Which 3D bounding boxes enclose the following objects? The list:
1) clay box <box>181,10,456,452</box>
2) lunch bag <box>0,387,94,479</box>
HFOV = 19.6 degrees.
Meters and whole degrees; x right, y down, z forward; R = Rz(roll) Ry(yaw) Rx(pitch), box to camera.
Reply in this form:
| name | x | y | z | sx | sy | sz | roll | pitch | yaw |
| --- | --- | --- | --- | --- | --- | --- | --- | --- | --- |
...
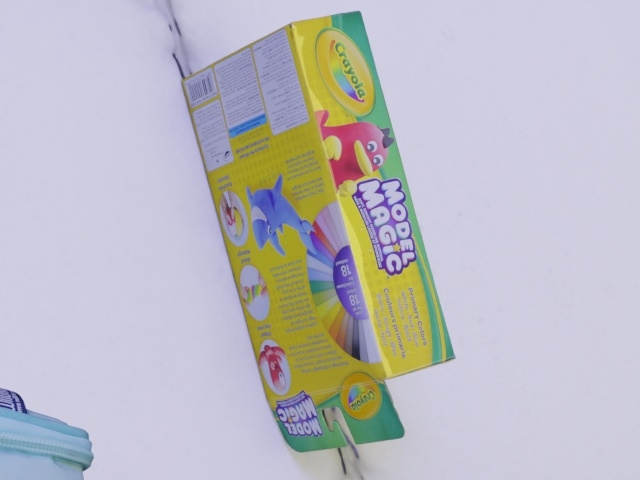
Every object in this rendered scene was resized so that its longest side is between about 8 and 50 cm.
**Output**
| name | x | y | z | sx | sy | sz | roll | pitch | yaw |
| --- | --- | --- | --- | --- | --- | --- | --- | --- | --- |
| clay box | 0.000 | 0.000 | 1.008 | 0.053 | 0.127 | 0.222 | -15 | 89 | -32 |
| lunch bag | -0.231 | 0.115 | 0.755 | 0.224 | 0.279 | 0.108 | 16 | 68 | -25 |
